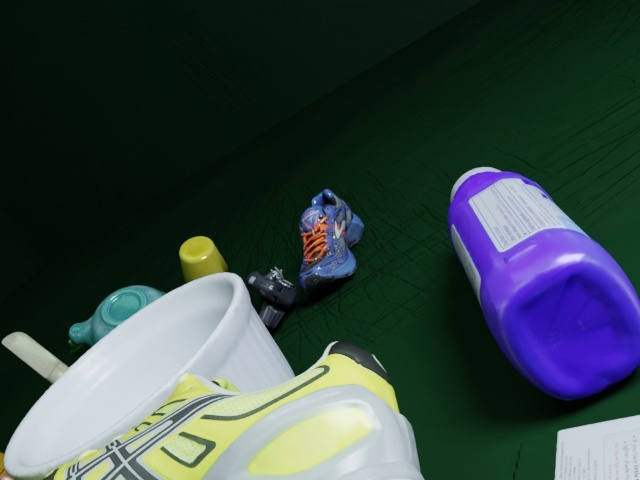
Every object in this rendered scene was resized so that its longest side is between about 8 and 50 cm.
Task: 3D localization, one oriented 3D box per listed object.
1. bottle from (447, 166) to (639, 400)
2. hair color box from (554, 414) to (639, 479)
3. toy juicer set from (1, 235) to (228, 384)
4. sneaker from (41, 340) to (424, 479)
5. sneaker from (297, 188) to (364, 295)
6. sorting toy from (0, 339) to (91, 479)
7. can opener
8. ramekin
[{"bbox_3d":[0.162,0.008,0.545,0.092,0.118,0.283,-33,16,13],"label":"bottle"},{"bbox_3d":[0.194,0.119,0.298,0.167,0.053,0.093,-25,19,33],"label":"hair color box"},{"bbox_3d":[-0.249,0.142,0.934,0.329,0.090,0.209,-29,50,-17],"label":"toy juicer set"},{"bbox_3d":[-0.103,0.185,0.476,0.384,0.145,0.147,-17,47,20],"label":"sneaker"},{"bbox_3d":[0.000,0.000,0.913,0.083,0.087,0.221,-29,18,19],"label":"sneaker"},{"bbox_3d":[-0.354,0.236,0.876,0.127,0.126,0.365,-31,18,13],"label":"sorting toy"},{"bbox_3d":[-0.078,0.066,0.915,0.073,0.059,0.186,-52,16,-3],"label":"can opener"},{"bbox_3d":[-0.156,0.169,0.673,0.277,0.135,0.277,-31,18,11],"label":"ramekin"}]
